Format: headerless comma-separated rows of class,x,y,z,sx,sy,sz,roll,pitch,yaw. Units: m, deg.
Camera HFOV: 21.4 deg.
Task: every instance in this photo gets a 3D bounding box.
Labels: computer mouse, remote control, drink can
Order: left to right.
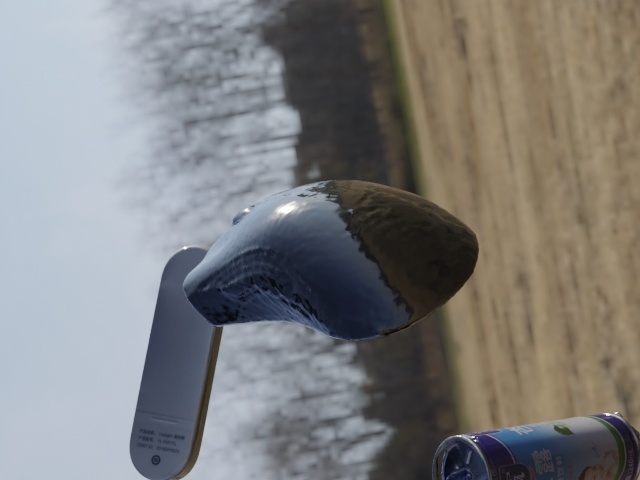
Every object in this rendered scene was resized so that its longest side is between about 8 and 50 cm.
remote control,-0.144,0.125,1.732,0.022,0.077,0.245,25,-106,-63
computer mouse,0.000,0.000,1.255,0.264,0.147,0.088,-3,123,49
drink can,0.240,0.246,1.853,0.097,0.235,0.097,5,96,54
